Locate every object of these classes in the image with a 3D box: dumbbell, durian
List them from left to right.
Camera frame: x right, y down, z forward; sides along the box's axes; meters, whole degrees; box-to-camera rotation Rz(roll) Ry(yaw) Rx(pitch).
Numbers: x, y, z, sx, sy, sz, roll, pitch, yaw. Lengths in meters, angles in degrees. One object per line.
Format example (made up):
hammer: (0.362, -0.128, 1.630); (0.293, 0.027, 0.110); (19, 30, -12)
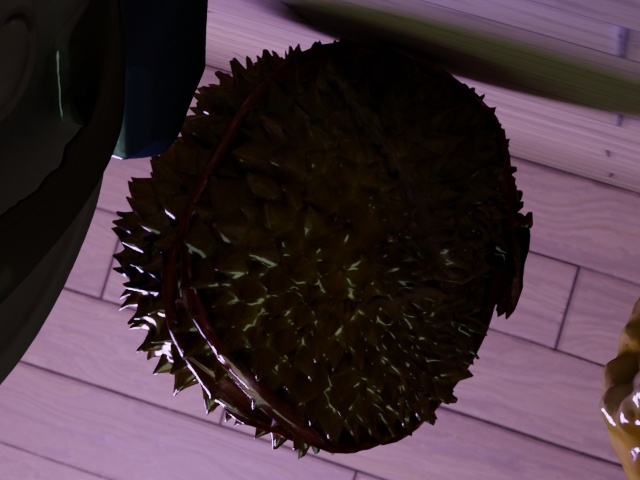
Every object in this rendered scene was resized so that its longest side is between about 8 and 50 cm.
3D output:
dumbbell: (-0.244, -0.163, 1.359); (0.316, 0.156, 0.143); (17, 159, 12)
durian: (0.003, -0.005, 1.472); (0.348, 0.347, 0.384); (17, 174, 0)

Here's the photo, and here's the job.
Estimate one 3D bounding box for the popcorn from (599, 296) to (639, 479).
popcorn: (0.406, 0.114, 1.369); (0.390, 0.354, 0.344); (-15, 138, 8)

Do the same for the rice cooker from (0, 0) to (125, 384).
rice cooker: (-0.268, -0.068, 0.953); (0.325, 0.335, 0.335); (17, -178, 15)
